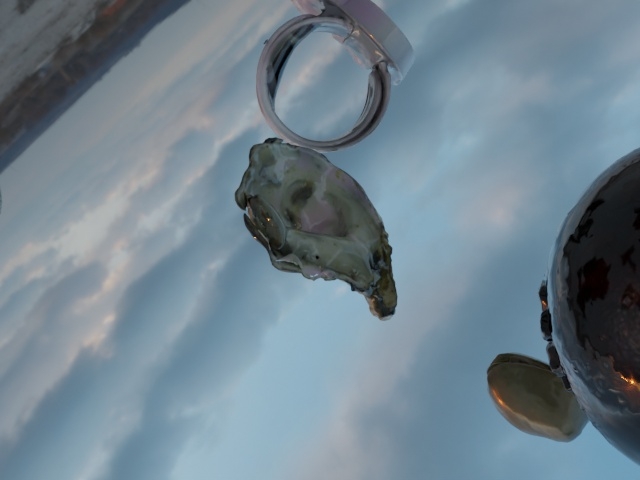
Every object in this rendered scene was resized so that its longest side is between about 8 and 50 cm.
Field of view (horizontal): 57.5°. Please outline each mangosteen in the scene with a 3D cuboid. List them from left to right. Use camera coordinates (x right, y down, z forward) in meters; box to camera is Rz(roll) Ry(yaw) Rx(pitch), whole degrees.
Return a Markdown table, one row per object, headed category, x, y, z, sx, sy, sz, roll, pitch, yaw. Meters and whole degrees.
| category | x | y | z | sx | sy | sz | roll | pitch | yaw |
| --- | --- | --- | --- | --- | --- | --- | --- | --- | --- |
| mangosteen | 0.357 | 0.044 | 0.460 | 0.347 | 0.307 | 0.307 | -21 | -147 | 28 |

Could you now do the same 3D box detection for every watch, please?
| category | x | y | z | sx | sy | sz | roll | pitch | yaw |
| --- | --- | --- | --- | --- | --- | --- | --- | --- | --- |
| watch | -0.005 | -0.261 | 0.897 | 0.231 | 0.244 | 0.196 | -49 | -171 | 6 |

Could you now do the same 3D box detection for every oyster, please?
| category | x | y | z | sx | sy | sz | roll | pitch | yaw |
| --- | --- | --- | --- | --- | --- | --- | --- | --- | --- |
| oyster | 0.000 | 0.000 | 0.535 | 0.081 | 0.191 | 0.163 | -42 | 170 | 38 |

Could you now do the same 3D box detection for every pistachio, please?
| category | x | y | z | sx | sy | sz | roll | pitch | yaw |
| --- | --- | --- | --- | --- | --- | --- | --- | --- | --- |
| pistachio | 0.299 | 0.215 | 0.811 | 0.113 | 0.149 | 0.113 | -56 | -178 | 3 |

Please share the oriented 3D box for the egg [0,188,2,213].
| category | x | y | z | sx | sy | sz | roll | pitch | yaw |
| --- | --- | --- | --- | --- | --- | --- | --- | --- | --- |
| egg | -0.246 | -0.037 | 0.350 | 0.085 | 0.110 | 0.085 | -28 | -171 | 5 |
